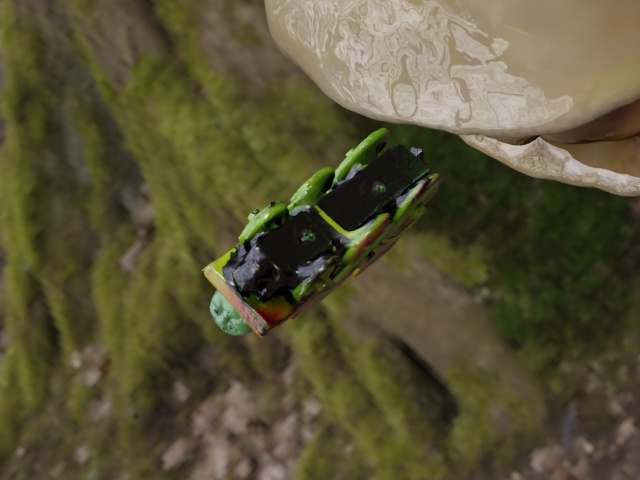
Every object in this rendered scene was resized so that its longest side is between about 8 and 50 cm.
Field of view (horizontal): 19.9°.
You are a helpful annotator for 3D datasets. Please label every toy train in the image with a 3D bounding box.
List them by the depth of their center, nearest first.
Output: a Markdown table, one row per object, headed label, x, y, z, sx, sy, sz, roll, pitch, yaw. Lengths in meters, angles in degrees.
| label | x | y | z | sx | sy | sz | roll | pitch | yaw |
| --- | --- | --- | --- | --- | --- | --- | --- | --- | --- |
| toy train | 0.000 | 0.000 | 1.757 | 0.296 | 0.100 | 0.160 | -35 | -11 | -46 |

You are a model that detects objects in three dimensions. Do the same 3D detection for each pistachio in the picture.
| label | x | y | z | sx | sy | sz | roll | pitch | yaw |
| --- | --- | --- | --- | --- | --- | --- | --- | --- | --- |
| pistachio | 0.111 | -0.138 | 0.681 | 0.321 | 0.229 | 0.238 | -17 | 57 | 48 |
